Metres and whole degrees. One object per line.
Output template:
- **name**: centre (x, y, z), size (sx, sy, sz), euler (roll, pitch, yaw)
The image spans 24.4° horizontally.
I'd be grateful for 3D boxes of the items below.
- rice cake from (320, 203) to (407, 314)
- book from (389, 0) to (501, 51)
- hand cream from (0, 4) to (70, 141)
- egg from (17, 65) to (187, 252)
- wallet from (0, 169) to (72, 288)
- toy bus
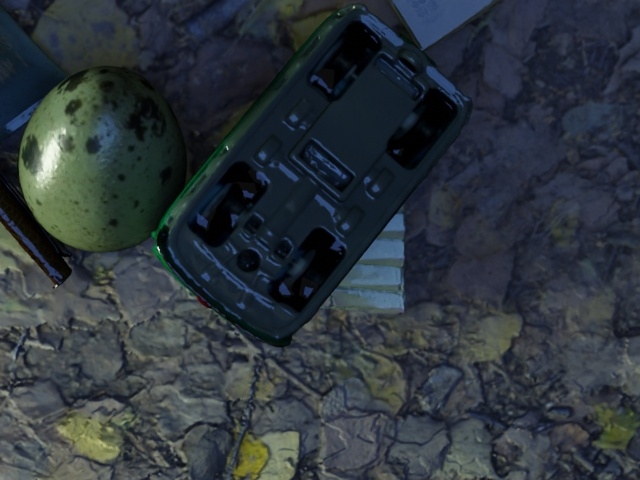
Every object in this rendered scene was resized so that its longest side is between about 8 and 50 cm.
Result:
- **rice cake**: centre (0.000, 0.000, 1.674), size (0.198, 0.037, 0.189), euler (-3, 108, -3)
- **book**: centre (0.120, -0.374, 1.571), size (0.215, 0.025, 0.283), euler (-34, 105, 6)
- **hand cream**: centre (-0.396, -0.247, 1.554), size (0.111, 0.070, 0.312), euler (-36, 110, 5)
- **egg**: centre (-0.225, -0.088, 1.541), size (0.177, 0.177, 0.228), euler (8, 146, -7)
- **wallet**: centre (-0.352, -0.060, 1.581), size (0.039, 0.133, 0.243), euler (-39, 106, -7)
- **toy bus**: centre (-0.021, -0.061, 1.526), size (0.183, 0.199, 0.343), euler (41, 78, -8)
